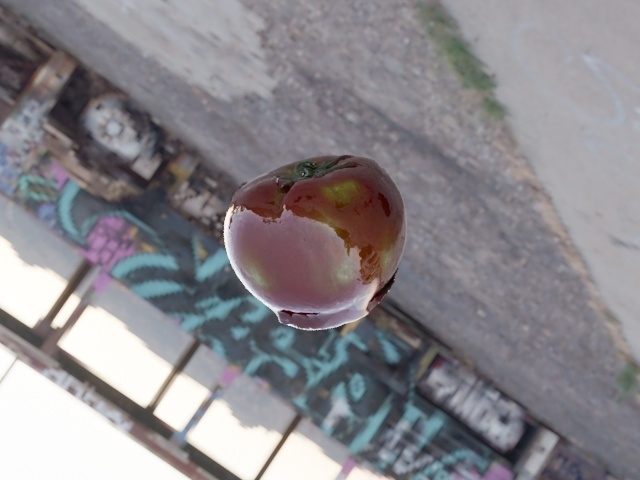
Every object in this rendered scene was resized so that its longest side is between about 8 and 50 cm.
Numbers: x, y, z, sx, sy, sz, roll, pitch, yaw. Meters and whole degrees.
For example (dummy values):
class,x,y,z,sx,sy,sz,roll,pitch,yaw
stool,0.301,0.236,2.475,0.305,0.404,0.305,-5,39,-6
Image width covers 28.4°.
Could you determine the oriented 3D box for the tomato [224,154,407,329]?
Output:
class,x,y,z,sx,sy,sz,roll,pitch,yaw
tomato,0.000,0.000,0.585,0.087,0.087,0.075,25,132,64
